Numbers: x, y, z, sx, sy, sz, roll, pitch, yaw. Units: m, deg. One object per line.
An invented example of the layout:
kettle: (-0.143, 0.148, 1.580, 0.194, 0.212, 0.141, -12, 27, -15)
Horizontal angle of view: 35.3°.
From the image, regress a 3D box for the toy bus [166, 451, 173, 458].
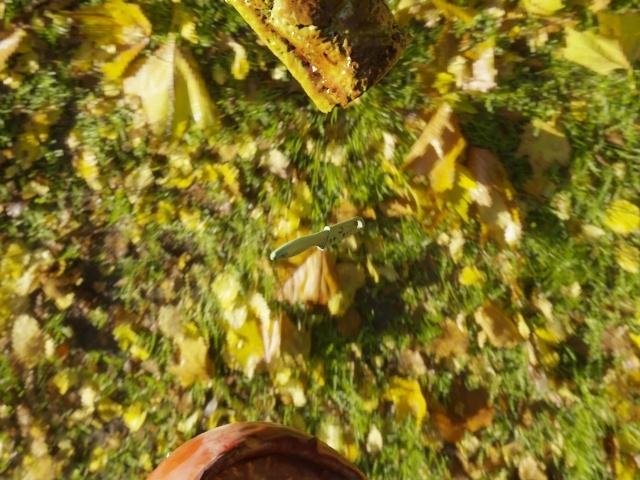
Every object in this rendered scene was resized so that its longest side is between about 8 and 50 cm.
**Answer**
toy bus: (-0.183, 0.323, 1.471, 0.083, 0.031, 0.037, -5, 138, -22)

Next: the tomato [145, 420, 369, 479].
tomato: (-0.052, 0.210, 0.550, 0.228, 0.101, 0.228, 0, 89, -41)

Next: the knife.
knife: (0.000, 0.000, 1.305, 0.014, 0.207, 0.030, 15, 112, 33)

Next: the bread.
bread: (0.005, -0.241, 1.078, 0.132, 0.103, 0.172, -47, 107, -21)
